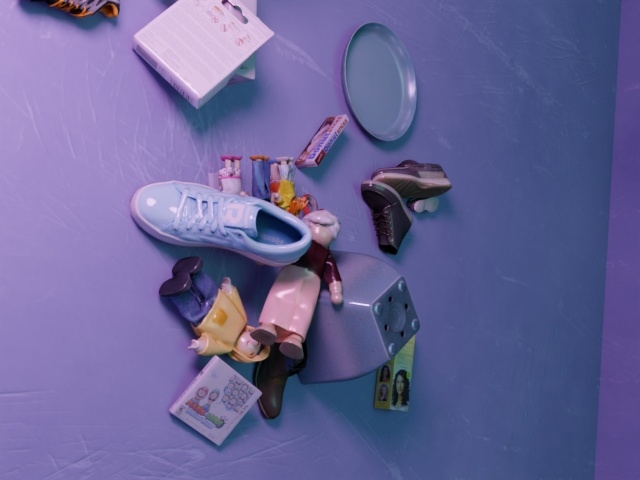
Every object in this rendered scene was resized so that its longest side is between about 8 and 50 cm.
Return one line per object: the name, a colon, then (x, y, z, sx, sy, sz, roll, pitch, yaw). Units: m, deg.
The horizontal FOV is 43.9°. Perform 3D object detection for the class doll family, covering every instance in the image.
doll family: (-0.112, -0.101, 1.734, 0.263, 0.118, 0.163, -4, 92, -56)

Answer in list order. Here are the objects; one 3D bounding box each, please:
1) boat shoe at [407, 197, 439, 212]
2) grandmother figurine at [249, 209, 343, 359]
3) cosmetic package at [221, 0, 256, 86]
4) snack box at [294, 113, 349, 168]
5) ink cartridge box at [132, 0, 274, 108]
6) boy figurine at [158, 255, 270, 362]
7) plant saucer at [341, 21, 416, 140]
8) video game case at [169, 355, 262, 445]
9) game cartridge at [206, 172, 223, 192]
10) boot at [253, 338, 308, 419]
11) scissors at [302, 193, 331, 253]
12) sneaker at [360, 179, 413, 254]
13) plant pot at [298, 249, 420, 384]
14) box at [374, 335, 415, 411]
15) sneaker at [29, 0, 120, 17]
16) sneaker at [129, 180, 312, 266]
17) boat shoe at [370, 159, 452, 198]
boat shoe: (0.295, -0.103, 2.275, 0.125, 0.038, 0.046, -14, 117, -47)
grandmother figurine: (-0.044, 0.071, 1.712, 0.208, 0.104, 0.342, 33, 57, -15)
cosmetic package: (-0.201, -0.451, 1.680, 0.085, 0.117, 0.231, 8, 83, -49)
snack box: (0.005, -0.241, 1.935, 0.022, 0.064, 0.178, 56, 49, -32)
ink cartridge box: (-0.233, -0.399, 1.591, 0.181, 0.056, 0.225, 43, 65, 0)
boy figurine: (-0.213, 0.168, 1.641, 0.285, 0.092, 0.177, 53, 48, -29)
plant saucer: (0.152, -0.423, 2.133, 0.317, 0.043, 0.318, 4, 85, -49)
video game case: (-0.213, 0.332, 1.637, 0.143, 0.019, 0.157, -50, 128, -9)
game cartridge: (-0.209, -0.121, 1.721, 0.083, 0.017, 0.056, -11, 99, -48)
boot: (-0.085, 0.290, 1.762, 0.082, 0.106, 0.219, 2, 85, -48)
scissors: (0.000, 0.000, 1.828, 0.109, 0.021, 0.297, 42, 25, -30)
sneaker: (0.168, -0.060, 2.093, 0.222, 0.083, 0.118, 44, 57, -39)
plant pot: (0.080, 0.175, 1.850, 0.248, 0.252, 0.247, -39, 115, -44)
box: (0.200, 0.335, 2.120, 0.087, 0.058, 0.232, 18, 73, -47)
sneaker: (-0.442, -0.442, 1.432, 0.215, 0.084, 0.083, -23, 109, -48)
sneaker: (-0.183, -0.050, 1.563, 0.366, 0.150, 0.135, 13, 70, -20)
boat shoe: (0.242, -0.174, 2.183, 0.285, 0.103, 0.092, 0, 63, -37)
